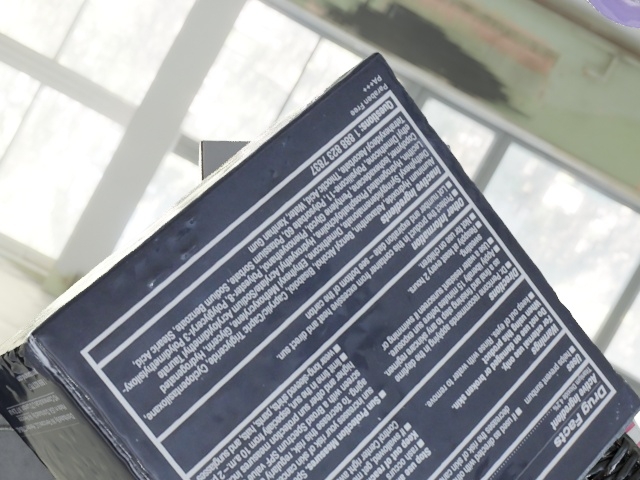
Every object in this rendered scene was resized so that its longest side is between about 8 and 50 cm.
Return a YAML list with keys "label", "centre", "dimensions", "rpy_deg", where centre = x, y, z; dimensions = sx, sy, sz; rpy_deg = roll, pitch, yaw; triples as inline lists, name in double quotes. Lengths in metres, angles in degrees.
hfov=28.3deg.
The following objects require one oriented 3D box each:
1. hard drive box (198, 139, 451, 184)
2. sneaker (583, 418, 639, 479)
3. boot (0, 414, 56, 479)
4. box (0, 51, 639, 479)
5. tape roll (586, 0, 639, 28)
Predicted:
- label: "hard drive box"
  centre: [0.000, 0.000, 1.188]
  dimensions: [0.232, 0.181, 0.089]
  rpy_deg: [0, -132, -6]
- label: "sneaker"
  centre: [0.324, 0.263, 1.320]
  dimensions: [0.295, 0.124, 0.178]
  rpy_deg: [45, -176, -27]
- label: "boot"
  centre: [-0.209, 0.099, 0.889]
  dimensions: [0.208, 0.190, 0.076]
  rpy_deg: [0, -166, 10]
- label: "box"
  centre: [-0.008, 0.097, 0.815]
  dimensions: [0.294, 0.296, 0.182]
  rpy_deg: [52, 152, -6]
- label: "tape roll"
  centre: [0.352, -0.331, 1.373]
  dimensions: [0.189, 0.189, 0.080]
  rpy_deg: [27, -161, -19]
